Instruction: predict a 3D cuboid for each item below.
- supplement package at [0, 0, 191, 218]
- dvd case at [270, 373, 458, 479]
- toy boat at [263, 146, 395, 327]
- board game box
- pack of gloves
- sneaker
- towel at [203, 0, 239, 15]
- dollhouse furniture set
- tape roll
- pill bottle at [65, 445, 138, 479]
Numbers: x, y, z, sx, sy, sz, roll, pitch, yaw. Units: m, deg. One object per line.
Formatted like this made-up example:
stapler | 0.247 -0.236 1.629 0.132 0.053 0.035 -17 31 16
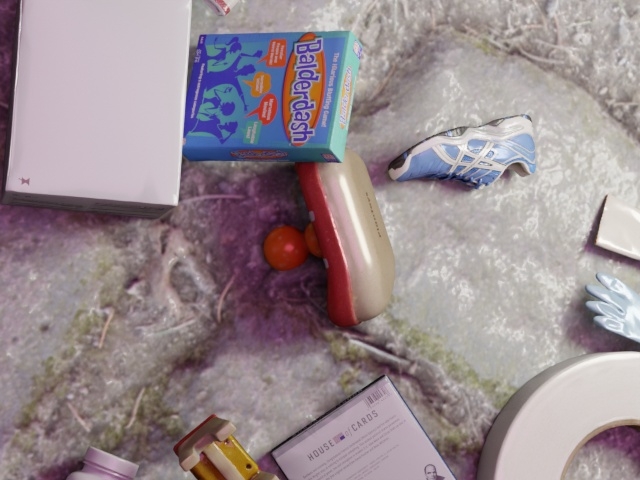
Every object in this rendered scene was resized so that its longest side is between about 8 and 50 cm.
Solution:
supplement package | -0.273 -0.170 1.772 0.204 0.145 0.262 5 84 -14
dvd case | 0.075 0.317 1.860 0.179 0.029 0.238 -34 93 -2
toy boat | 0.000 0.000 1.848 0.151 0.151 0.231 -18 89 15
board game box | -0.063 -0.177 1.805 0.210 0.047 0.160 1 70 22
pack of gloves | 0.464 0.069 1.998 0.232 0.046 0.195 24 62 -10
sneaker | 0.192 -0.106 1.920 0.211 0.080 0.081 -14 86 -14
towel | -0.110 -0.463 1.856 0.237 0.037 0.329 44 62 -9
dollhouse furniture set | -0.086 0.406 1.743 0.201 0.152 0.374 -40 101 -10
tape roll | 0.398 0.340 1.939 0.392 0.072 0.392 1 85 -14
pill bottle | -0.278 0.333 1.756 0.087 0.087 0.160 24 80 -11
